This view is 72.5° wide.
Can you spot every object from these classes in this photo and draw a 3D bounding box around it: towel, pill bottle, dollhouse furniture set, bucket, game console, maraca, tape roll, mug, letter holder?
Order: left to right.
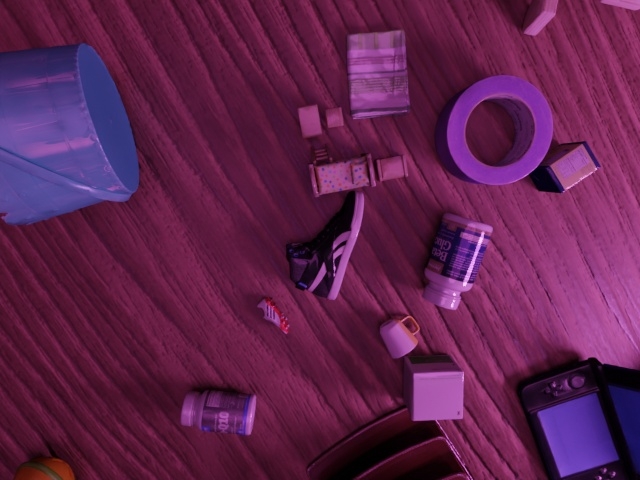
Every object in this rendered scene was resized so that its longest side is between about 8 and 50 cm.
[{"bbox_3d":[-0.569,0.506,0.887,0.127,0.099,0.185,47,121,-2],"label":"maraca"},{"bbox_3d":[-0.423,-0.171,0.698,0.183,0.281,0.281,-14,99,-7],"label":"bucket"},{"bbox_3d":[-0.202,0.342,0.874,0.137,0.078,0.078,6,99,-2],"label":"pill bottle"},{"bbox_3d":[0.062,-0.176,0.783,0.181,0.101,0.161,-11,101,1],"label":"dollhouse furniture set"},{"bbox_3d":[0.107,-0.307,0.807,0.113,0.023,0.152,-5,99,-1],"label":"towel"},{"bbox_3d":[0.140,0.496,0.869,0.301,0.152,0.214,-32,96,4],"label":"letter holder"},{"bbox_3d":[0.154,0.187,0.875,0.062,0.078,0.064,-35,89,37],"label":"mug"},{"bbox_3d":[0.253,0.039,0.827,0.094,0.094,0.170,16,98,-3],"label":"pill bottle"},{"bbox_3d":[0.313,-0.197,0.800,0.188,0.080,0.189,0,98,-1],"label":"tape roll"},{"bbox_3d":[0.570,0.399,0.843,0.250,0.173,0.293,-22,98,6],"label":"game console"}]

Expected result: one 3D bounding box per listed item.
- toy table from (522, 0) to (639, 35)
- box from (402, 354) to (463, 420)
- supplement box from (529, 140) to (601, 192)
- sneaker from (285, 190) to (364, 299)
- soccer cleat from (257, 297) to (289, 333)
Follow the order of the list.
[{"bbox_3d":[0.408,-0.469,0.691,0.274,0.252,0.161,8,83,9],"label":"toy table"},{"bbox_3d":[0.222,0.291,0.869,0.101,0.087,0.102,-1,99,-1],"label":"box"},{"bbox_3d":[0.446,-0.135,0.809,0.083,0.083,0.056,-35,98,5],"label":"supplement box"},{"bbox_3d":[0.000,0.000,0.824,0.121,0.079,0.217,15,100,-5],"label":"sneaker"},{"bbox_3d":[-0.094,0.153,0.874,0.035,0.029,0.083,-32,95,13],"label":"soccer cleat"}]
